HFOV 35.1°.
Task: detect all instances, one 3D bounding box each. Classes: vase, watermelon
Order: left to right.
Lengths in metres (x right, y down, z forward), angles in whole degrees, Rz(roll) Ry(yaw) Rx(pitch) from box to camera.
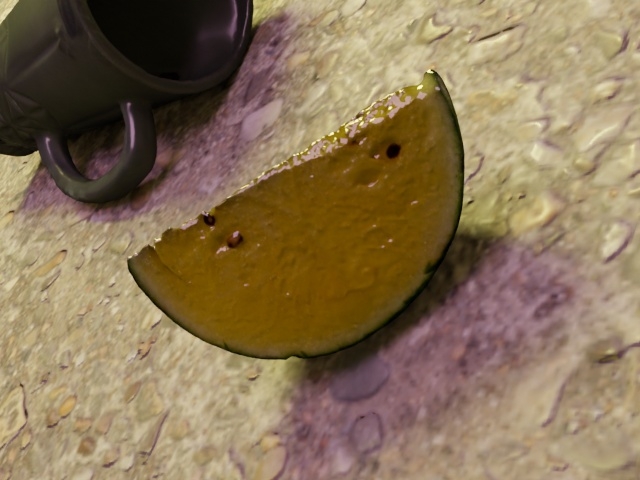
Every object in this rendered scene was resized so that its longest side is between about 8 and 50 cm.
[{"bbox_3d":[-0.196,-0.146,0.834,0.301,0.156,0.251,-17,71,47],"label":"vase"},{"bbox_3d":[0.004,0.009,0.490,0.181,0.092,0.075,-28,52,16],"label":"watermelon"}]
